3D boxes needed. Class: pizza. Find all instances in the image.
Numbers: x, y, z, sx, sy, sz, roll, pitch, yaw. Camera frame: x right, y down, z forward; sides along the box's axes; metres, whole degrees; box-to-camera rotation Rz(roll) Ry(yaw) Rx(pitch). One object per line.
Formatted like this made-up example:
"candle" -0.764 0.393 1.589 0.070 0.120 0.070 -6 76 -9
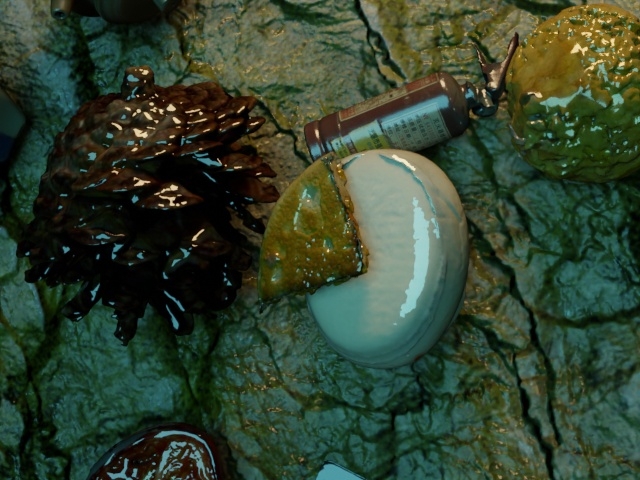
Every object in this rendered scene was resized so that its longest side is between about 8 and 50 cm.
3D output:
"pizza" 0.000 0.000 0.990 0.131 0.041 0.178 15 92 33

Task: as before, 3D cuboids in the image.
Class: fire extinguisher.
"fire extinguisher" 0.104 -0.152 1.081 0.252 0.075 0.106 -21 79 14

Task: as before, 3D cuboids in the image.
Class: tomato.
"tomato" -0.184 0.289 1.120 0.174 0.082 0.166 -10 86 11

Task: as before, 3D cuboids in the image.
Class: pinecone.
"pinecone" -0.178 -0.033 1.059 0.242 0.298 0.295 17 100 -22

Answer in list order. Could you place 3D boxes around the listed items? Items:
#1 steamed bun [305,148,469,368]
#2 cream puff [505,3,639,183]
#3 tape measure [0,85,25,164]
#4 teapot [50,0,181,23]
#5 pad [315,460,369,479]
"steamed bun" 0.073 0.020 1.045 0.177 0.131 0.228 -3 85 27
"cream puff" 0.269 -0.149 1.007 0.189 0.129 0.188 -3 81 17
"tape measure" -0.509 -0.189 1.180 0.259 0.262 0.138 25 82 16
"teapot" -0.215 -0.336 1.144 0.268 0.185 0.175 -37 79 -26
"pad" 0.021 0.336 1.098 0.112 0.003 0.157 24 92 17
